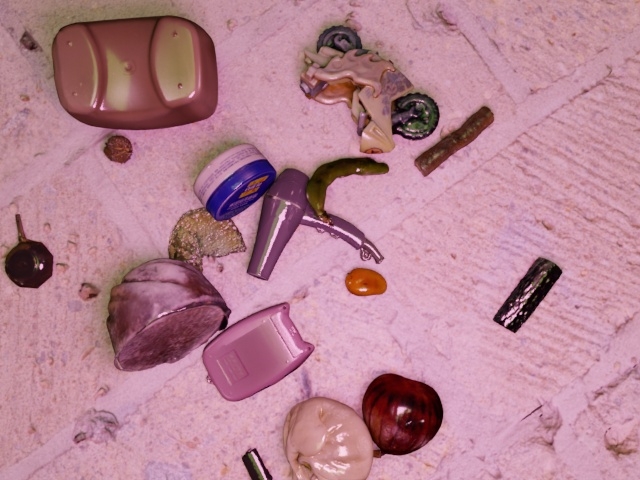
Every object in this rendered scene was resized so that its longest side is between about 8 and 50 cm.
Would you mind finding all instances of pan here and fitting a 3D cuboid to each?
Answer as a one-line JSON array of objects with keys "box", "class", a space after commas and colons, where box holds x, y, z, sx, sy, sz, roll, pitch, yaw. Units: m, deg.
[{"box": [-0.823, 0.037, 1.452, 0.128, 0.048, 0.202, -42, 85, -2], "class": "pan"}]

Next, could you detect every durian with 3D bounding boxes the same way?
[{"box": [-0.559, -0.253, 1.464, 0.091, 0.080, 0.080, 29, 85, 16], "class": "durian"}]

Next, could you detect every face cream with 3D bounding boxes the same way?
[{"box": [-0.224, -0.154, 1.382, 0.206, 0.206, 0.111, -40, 84, -3], "class": "face cream"}]

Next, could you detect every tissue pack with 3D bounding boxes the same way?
[{"box": [-0.461, -0.425, 1.389, 0.387, 0.277, 0.267, -5, 91, 2], "class": "tissue pack"}]

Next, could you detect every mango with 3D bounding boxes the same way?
[{"box": [0.122, 0.115, 1.422, 0.114, 0.060, 0.080, 14, 71, 4], "class": "mango"}]

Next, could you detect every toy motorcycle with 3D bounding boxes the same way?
[{"box": [0.114, -0.391, 1.425, 0.237, 0.169, 0.410, -43, 80, -9], "class": "toy motorcycle"}]

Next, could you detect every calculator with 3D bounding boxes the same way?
[{"box": [-0.176, 0.302, 1.417, 0.294, 0.043, 0.194, -31, 85, -1], "class": "calculator"}]

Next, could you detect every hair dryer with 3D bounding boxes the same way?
[{"box": [-0.121, 0.649, 1.366, 0.197, 0.089, 0.251, -34, 78, -2], "class": "hair dryer"}, {"box": [0.000, 0.000, 1.415, 0.361, 0.121, 0.301, 20, 78, -5], "class": "hair dryer"}]

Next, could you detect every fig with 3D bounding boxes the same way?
[{"box": [0.191, 0.467, 1.331, 0.203, 0.186, 0.250, 17, 92, -16], "class": "fig"}]

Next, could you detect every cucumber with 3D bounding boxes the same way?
[{"box": [0.551, 0.148, 1.410, 0.078, 0.062, 0.211, 37, 86, 4], "class": "cucumber"}]

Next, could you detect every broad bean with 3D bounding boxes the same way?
[{"box": [0.057, -0.155, 1.410, 0.144, 0.049, 0.292, 40, 56, 9], "class": "broad bean"}]

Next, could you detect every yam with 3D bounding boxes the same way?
[{"box": [0.368, -0.270, 1.459, 0.253, 0.061, 0.061, -38, 85, -4], "class": "yam"}]

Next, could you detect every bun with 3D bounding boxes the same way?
[{"box": [0.008, 0.515, 1.293, 0.259, 0.160, 0.259, 2, 94, 32], "class": "bun"}]

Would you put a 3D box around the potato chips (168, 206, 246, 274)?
[{"box": [-0.323, 0.019, 1.459, 0.202, 0.029, 0.220, 38, 83, 5], "class": "potato chips"}]

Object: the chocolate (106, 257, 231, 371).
[{"box": [-0.404, 0.163, 1.337, 0.303, 0.303, 0.213, -32, 68, -2], "class": "chocolate"}]
